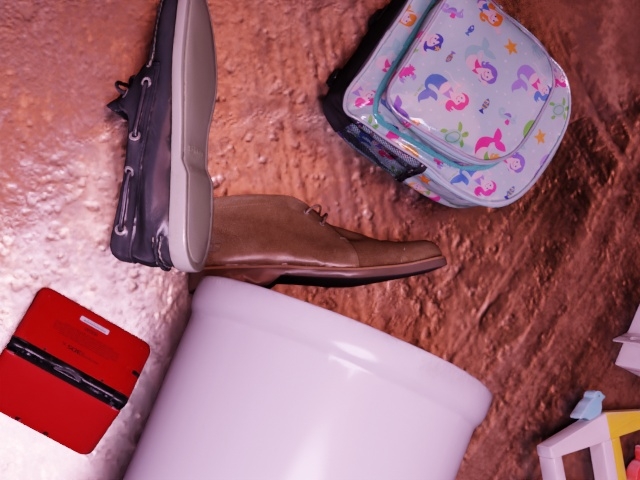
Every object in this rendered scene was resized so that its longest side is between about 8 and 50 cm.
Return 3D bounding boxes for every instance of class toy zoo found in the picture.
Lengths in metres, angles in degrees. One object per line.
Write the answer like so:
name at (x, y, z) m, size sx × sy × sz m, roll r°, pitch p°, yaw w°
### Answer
toy zoo at (0.370, 0.332, 1.395) m, size 0.192 × 0.030 × 0.293 m, roll -10°, pitch 92°, yaw -28°

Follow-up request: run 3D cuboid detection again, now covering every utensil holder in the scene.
utensil holder at (-0.045, 0.274, 1.126) m, size 0.328 × 0.327 × 0.385 m, roll 26°, pitch 78°, yaw -14°

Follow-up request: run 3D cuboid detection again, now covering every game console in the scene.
game console at (-0.284, 0.145, 1.238) m, size 0.144 × 0.085 × 0.124 m, roll 32°, pitch 50°, yaw -14°

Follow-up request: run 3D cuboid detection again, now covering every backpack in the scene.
backpack at (0.163, -0.162, 1.292) m, size 0.253 × 0.191 × 0.225 m, roll 37°, pitch 78°, yaw -17°

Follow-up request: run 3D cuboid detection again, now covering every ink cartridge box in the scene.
ink cartridge box at (0.455, 0.142, 1.410) m, size 0.143 × 0.092 × 0.089 m, roll 27°, pitch 81°, yaw -15°

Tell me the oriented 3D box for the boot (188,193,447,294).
boot at (0.000, 0.000, 1.282) m, size 0.306 × 0.112 × 0.115 m, roll 0°, pitch 78°, yaw -14°

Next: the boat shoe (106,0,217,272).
boat shoe at (-0.181, -0.131, 1.224) m, size 0.113 × 0.127 × 0.339 m, roll -2°, pitch 83°, yaw 13°
